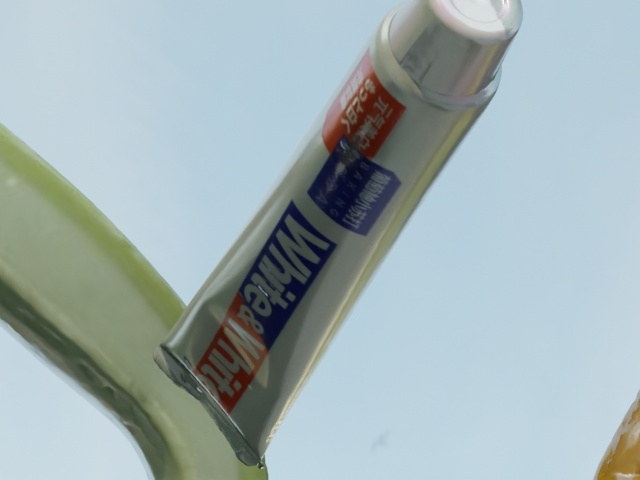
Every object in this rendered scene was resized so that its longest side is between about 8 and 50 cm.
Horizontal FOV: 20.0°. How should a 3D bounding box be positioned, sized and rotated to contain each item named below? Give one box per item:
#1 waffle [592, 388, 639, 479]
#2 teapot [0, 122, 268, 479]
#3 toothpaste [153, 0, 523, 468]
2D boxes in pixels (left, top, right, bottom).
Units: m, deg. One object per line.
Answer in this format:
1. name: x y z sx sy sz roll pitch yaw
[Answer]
1. waffle: 0.282 0.076 0.676 0.328 0.224 0.098 15 -22 45
2. teapot: -0.173 0.140 0.589 0.239 0.321 0.239 37 -50 -12
3. toothpaste: 0.000 0.000 0.499 0.052 0.033 0.218 47 -36 10
